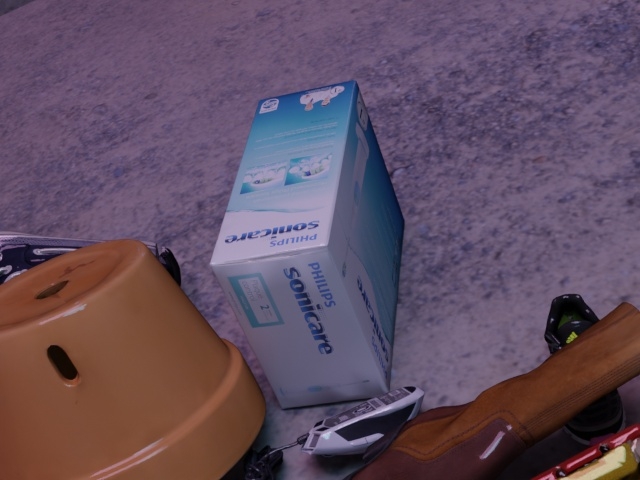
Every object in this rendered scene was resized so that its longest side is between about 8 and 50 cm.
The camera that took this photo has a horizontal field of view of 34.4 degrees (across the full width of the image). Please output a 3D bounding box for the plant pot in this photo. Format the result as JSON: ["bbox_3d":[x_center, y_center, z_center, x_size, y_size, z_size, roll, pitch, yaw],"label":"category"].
[{"bbox_3d":[-0.225,0.132,1.017,0.290,0.203,0.291,-20,19,7],"label":"plant pot"}]

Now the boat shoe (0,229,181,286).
[{"bbox_3d":[-0.336,0.058,1.206,0.340,0.127,0.158,-5,12,-6],"label":"boat shoe"}]

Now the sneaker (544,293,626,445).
[{"bbox_3d":[0.244,0.115,0.976,0.063,0.075,0.170,-12,37,12],"label":"sneaker"}]

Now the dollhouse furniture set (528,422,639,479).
[{"bbox_3d":[0.329,0.129,0.801,0.374,0.201,0.152,-28,54,3],"label":"dollhouse furniture set"}]

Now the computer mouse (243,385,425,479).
[{"bbox_3d":[0.018,0.195,1.001,0.193,0.042,0.106,-21,1,-5],"label":"computer mouse"}]

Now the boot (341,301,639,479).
[{"bbox_3d":[0.161,0.164,0.833,0.280,0.096,0.264,-32,-3,14],"label":"boot"}]

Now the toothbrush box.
[{"bbox_3d":[0.000,0.000,1.127,0.126,0.216,0.295,-10,39,16],"label":"toothbrush box"}]
